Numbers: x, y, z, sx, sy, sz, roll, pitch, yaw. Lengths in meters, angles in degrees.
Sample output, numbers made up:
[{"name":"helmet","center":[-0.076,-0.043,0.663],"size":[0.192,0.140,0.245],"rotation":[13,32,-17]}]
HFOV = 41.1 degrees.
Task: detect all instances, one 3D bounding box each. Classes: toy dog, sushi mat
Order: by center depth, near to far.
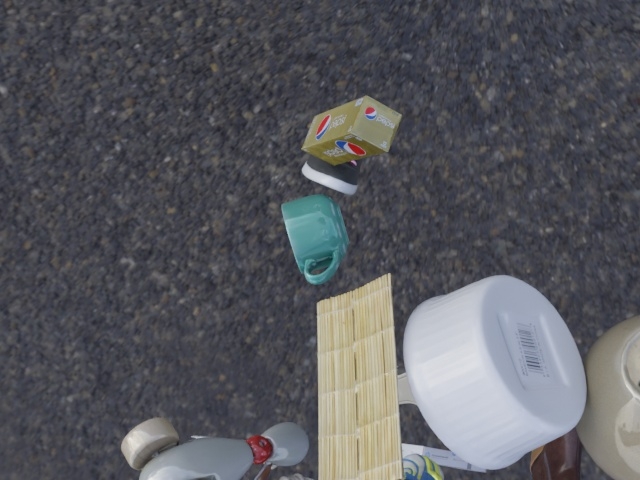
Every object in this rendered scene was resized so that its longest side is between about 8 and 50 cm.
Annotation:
[{"name":"sushi mat","center":[0.054,0.212,1.256],"size":[0.151,0.316,0.019],"rotation":[-22,145,33]},{"name":"toy dog","center":[-0.166,0.372,1.319],"size":[0.334,0.220,0.161],"rotation":[19,122,-34]}]

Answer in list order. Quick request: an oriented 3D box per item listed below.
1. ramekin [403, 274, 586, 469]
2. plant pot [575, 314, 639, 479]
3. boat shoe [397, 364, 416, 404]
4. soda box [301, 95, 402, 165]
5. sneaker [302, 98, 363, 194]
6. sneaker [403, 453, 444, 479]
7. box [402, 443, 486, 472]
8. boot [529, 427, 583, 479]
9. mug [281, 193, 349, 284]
[{"name":"ramekin","center":[0.269,0.186,1.270],"size":[0.277,0.277,0.135],"rotation":[47,131,-10]},{"name":"plant pot","center":[0.514,0.219,1.270],"size":[0.284,0.284,0.191],"rotation":[-12,147,15]},{"name":"boat shoe","center":[0.219,0.314,1.881],"size":[0.335,0.095,0.112],"rotation":[-12,106,53]},{"name":"soda box","center":[0.040,-0.151,1.203],"size":[0.061,0.181,0.058],"rotation":[25,80,-20]},{"name":"sneaker","center":[0.044,-0.182,1.575],"size":[0.105,0.296,0.147],"rotation":[24,108,-4]},{"name":"sneaker","center":[0.181,0.474,1.649],"size":[0.126,0.240,0.091],"rotation":[31,96,-23]},{"name":"box","center":[0.267,0.500,1.972],"size":[0.186,0.145,0.038],"rotation":[15,75,-27]},{"name":"boot","center":[0.511,0.432,1.720],"size":[0.090,0.207,0.248],"rotation":[20,123,-9]},{"name":"mug","center":[-0.001,-0.003,1.502],"size":[0.097,0.129,0.157],"rotation":[-17,85,1]}]
